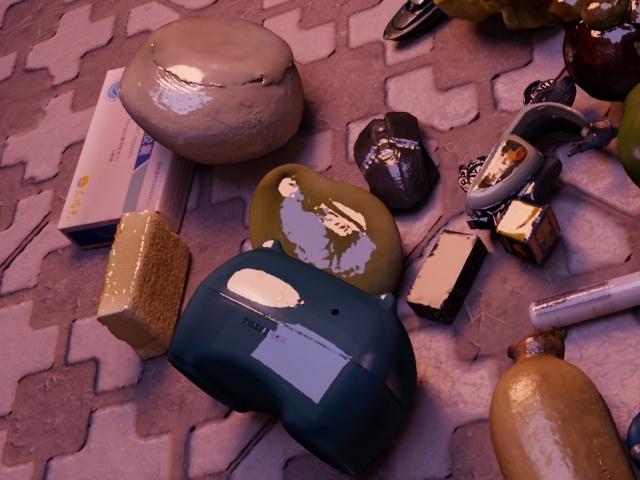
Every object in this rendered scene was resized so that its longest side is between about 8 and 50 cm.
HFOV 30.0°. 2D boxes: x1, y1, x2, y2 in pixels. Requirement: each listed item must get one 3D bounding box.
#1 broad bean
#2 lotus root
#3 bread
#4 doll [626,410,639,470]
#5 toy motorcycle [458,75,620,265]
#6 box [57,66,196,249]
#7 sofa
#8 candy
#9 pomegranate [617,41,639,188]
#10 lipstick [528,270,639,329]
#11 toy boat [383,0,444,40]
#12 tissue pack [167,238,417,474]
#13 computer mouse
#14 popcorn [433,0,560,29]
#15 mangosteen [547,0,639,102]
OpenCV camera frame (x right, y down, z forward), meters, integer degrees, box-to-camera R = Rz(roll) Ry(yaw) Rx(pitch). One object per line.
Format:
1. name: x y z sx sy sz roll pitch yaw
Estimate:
1. broad bean: 0.000 0.000 1.627 0.189 0.121 0.263 -47 48 -3
2. lotus root: 0.256 0.232 1.268 0.131 0.146 0.303 -24 50 12
3. bread: -0.256 0.062 1.734 0.068 0.125 0.188 -10 53 24
4. doll: 0.368 0.228 1.239 0.085 0.114 0.152 -50 29 37
5. toy motorcycle: 0.285 -0.105 1.552 0.157 0.091 0.263 23 70 37
6. box: -0.296 -0.154 1.966 0.200 0.065 0.343 -8 53 27
7. sofa: 0.163 0.046 1.545 0.060 0.039 0.118 14 64 37
8. candy: -0.165 -0.219 1.833 0.296 0.185 0.295 1 42 -1
9. pomegranate: 0.430 -0.149 1.398 0.187 0.225 0.187 -21 34 15
10. lipstick: 0.320 0.074 1.424 0.141 0.040 0.040 -18 49 21
11. toy boat: 0.153 -0.355 1.848 0.141 0.060 0.055 -40 47 3
12. tissue pack: -0.023 0.136 1.469 0.287 0.198 0.206 25 74 32
13. computer mouse: 0.101 -0.119 1.694 0.106 0.062 0.192 -25 48 13
14. popcorn: 0.277 -0.427 1.715 0.270 0.224 0.257 14 82 28
15. mangosteen: 0.380 -0.263 1.518 0.172 0.184 0.172 -39 1 1
